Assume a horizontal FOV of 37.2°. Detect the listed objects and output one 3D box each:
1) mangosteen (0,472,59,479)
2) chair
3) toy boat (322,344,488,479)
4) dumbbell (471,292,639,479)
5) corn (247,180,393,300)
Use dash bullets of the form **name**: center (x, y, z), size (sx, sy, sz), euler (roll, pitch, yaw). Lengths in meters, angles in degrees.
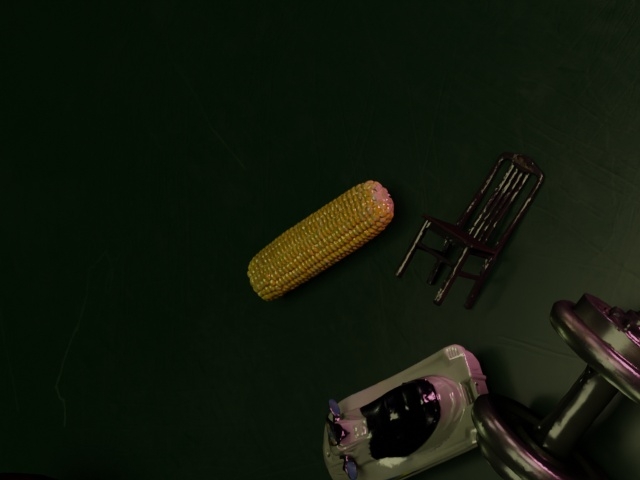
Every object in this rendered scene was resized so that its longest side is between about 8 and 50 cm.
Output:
- **mangosteen**: center (-0.474, 0.522, 1.432), size (0.307, 0.347, 0.307), euler (10, 120, 17)
- **chair**: center (0.194, -0.023, 1.217), size (0.084, 0.101, 0.212), euler (35, 103, 34)
- **toy boat**: center (0.092, 0.240, 1.223), size (0.269, 0.141, 0.141), euler (-27, 67, 24)
- **dumbbell**: center (0.289, 0.185, 1.059), size (0.192, 0.192, 0.290), euler (44, 106, 32)
- **corn**: center (0.000, 0.000, 1.359), size (0.248, 0.081, 0.081), euler (-34, 64, 26)
